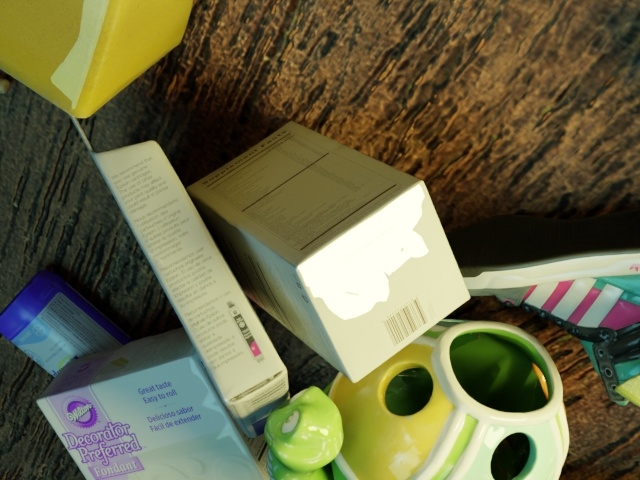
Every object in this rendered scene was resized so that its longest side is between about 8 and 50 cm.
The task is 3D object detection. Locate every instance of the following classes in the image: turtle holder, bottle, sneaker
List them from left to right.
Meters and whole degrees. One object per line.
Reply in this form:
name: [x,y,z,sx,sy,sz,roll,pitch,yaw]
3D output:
bottle: [-0.295,0.164,1.430,0.283,0.092,0.118,43,140,-11]
turtle holder: [0.100,0.180,1.092,0.320,0.243,0.227,22,135,-10]
sneaker: [0.243,0.067,1.016,0.295,0.124,0.178,-4,117,31]

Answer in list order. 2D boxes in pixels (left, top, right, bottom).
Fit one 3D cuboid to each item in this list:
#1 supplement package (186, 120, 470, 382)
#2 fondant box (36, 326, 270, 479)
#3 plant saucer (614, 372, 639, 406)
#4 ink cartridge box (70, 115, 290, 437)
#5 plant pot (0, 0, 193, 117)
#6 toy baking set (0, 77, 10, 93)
supplement package: [0.000,0.000,1.000,0.244,0.139,0.134,33,153,56]
fondant box: [-0.164,0.278,1.338,0.238,0.096,0.330,-18,110,25]
plant saucer: [0.376,0.111,0.915,0.188,0.045,0.188,-36,148,29]
ink cartridge box: [-0.131,0.029,1.077,0.330,0.071,0.324,61,173,13]
plant pot: [-0.211,-0.269,0.920,0.212,0.212,0.187,34,124,-1]
toy baking set: [-0.443,-0.260,1.181,0.256,0.030,0.197,13,131,20]
